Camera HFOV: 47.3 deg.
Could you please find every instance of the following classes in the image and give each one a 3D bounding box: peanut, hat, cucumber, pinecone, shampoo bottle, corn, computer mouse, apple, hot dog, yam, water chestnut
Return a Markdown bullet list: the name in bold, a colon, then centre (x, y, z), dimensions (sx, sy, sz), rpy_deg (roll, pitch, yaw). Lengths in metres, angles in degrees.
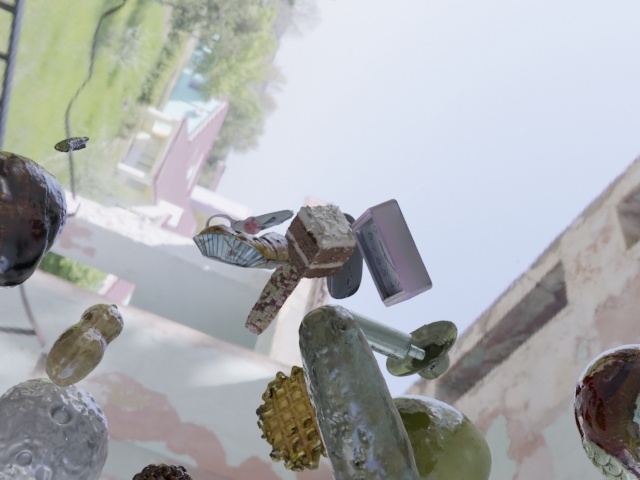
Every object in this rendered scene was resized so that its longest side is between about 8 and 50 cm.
- **peanut**: centre (-0.426, 0.179, 1.341), dimensions (0.104, 0.085, 0.228), rpy_deg (-37, -167, 26)
- **hat**: centre (0.329, 0.361, 2.212), dimensions (0.252, 0.110, 0.252), rpy_deg (-32, -164, 11)
- **cucumber**: centre (-0.599, -0.232, 1.762), dimensions (0.135, 0.034, 0.033), rpy_deg (-70, 177, -76)
- **pinecone**: centre (-0.332, 0.548, 1.549), dimensions (0.173, 0.174, 0.173), rpy_deg (-157, -90, -81)
- **shampoo bottle**: centre (0.168, 0.273, 2.046), dimensions (0.085, 0.263, 0.085), rpy_deg (22, 90, -88)
- **corn**: centre (-0.148, 0.177, 2.367), dimensions (0.280, 0.092, 0.092), rpy_deg (-57, -173, -10)
- **computer mouse**: centre (0.060, 0.041, 1.933), dimensions (0.057, 0.120, 0.232), rpy_deg (4, -81, 49)
- **apple**: centre (0.292, 0.710, 2.292), dimensions (0.473, 0.474, 0.473), rpy_deg (-157, -90, -81)
- **hot dog**: centre (-0.153, 0.012, 1.471), dimensions (0.270, 0.163, 0.081), rpy_deg (12, 89, -77)
- **yam**: centre (0.049, 0.253, 1.083), dimensions (0.133, 0.133, 0.330), rpy_deg (-174, -115, -81)
- **water chestnut**: centre (-0.634, -0.043, 1.398), dimensions (0.289, 0.244, 0.289), rpy_deg (-30, -154, 16)

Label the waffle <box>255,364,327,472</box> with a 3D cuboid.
- **waffle**: centre (-0.045, 0.414, 1.737), dimensions (0.281, 0.060, 0.262), rpy_deg (1, -126, 36)

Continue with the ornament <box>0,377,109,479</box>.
- **ornament**: centre (-0.693, 0.517, 1.842), dimensions (0.337, 0.337, 0.337), rpy_deg (-157, -90, -81)

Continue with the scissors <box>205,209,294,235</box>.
- **scissors**: centre (-0.187, -0.041, 1.973), dimensions (0.030, 0.242, 0.118), rpy_deg (-72, 143, -83)

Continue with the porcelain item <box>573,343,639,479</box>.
- **porcelain item**: centre (0.519, 0.289, 1.191), dimensions (0.253, 0.253, 0.252), rpy_deg (-157, -90, -81)

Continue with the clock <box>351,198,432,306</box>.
- **clock**: centre (0.142, 0.029, 1.502), dimensions (0.197, 0.063, 0.150), rpy_deg (68, -18, 8)

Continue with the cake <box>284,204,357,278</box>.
- **cake**: centre (0.000, 0.000, 1.758), dimensions (0.147, 0.135, 0.135), rpy_deg (-55, -127, 34)
